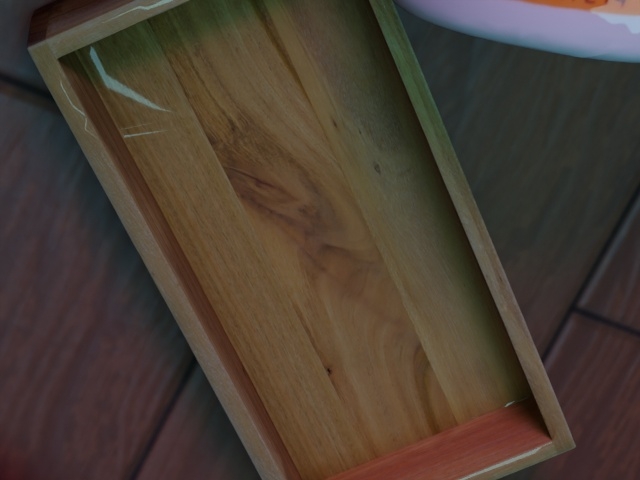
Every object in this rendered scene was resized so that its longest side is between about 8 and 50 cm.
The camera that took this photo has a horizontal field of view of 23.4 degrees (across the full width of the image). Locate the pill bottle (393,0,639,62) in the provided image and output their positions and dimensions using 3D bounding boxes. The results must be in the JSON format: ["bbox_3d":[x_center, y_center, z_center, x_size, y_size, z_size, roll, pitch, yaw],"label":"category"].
[{"bbox_3d":[0.158,-0.306,0.781,0.224,0.224,0.392,-2,114,-18],"label":"pill bottle"}]

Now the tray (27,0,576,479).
[{"bbox_3d":[0.000,0.000,0.991,0.202,0.076,0.411,-23,117,5],"label":"tray"}]
